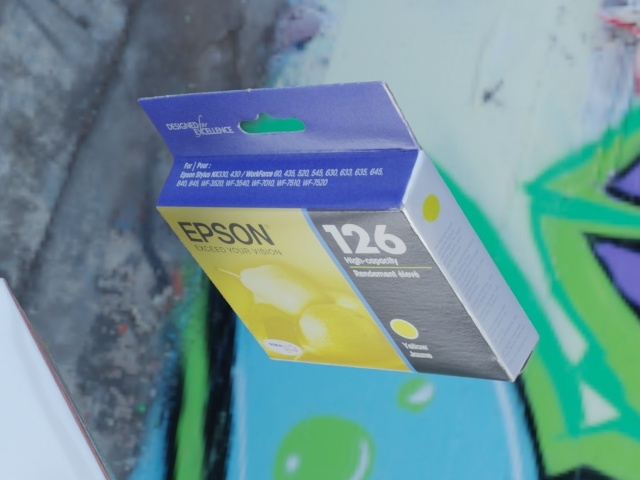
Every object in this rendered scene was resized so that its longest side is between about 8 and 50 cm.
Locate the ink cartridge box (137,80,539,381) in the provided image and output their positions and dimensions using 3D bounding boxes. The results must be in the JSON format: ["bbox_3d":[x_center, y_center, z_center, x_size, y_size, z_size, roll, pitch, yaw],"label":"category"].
[{"bbox_3d":[0.000,0.000,1.157,0.307,0.304,0.072,53,55,-34],"label":"ink cartridge box"}]

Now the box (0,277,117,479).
[{"bbox_3d":[-0.252,0.186,0.997,0.215,0.168,0.345,61,-12,7],"label":"box"}]
